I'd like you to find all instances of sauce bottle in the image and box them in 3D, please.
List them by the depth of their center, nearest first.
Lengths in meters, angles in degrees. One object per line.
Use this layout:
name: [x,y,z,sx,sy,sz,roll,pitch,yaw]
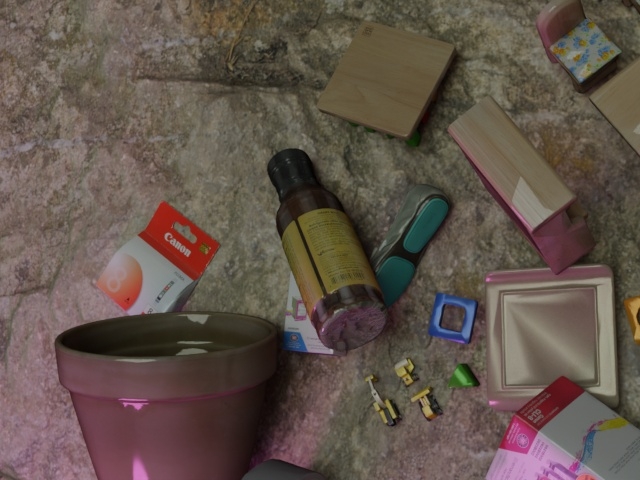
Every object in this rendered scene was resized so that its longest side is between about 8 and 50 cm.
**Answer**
sauce bottle: [0.000,0.000,1.729,0.111,0.111,0.344,-35,48,17]

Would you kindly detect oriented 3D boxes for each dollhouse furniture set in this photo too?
dollhouse furniture set: [0.388,-0.163,1.495,0.394,0.256,0.362,-38,67,6]

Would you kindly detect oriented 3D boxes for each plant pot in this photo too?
plant pot: [-0.217,0.269,1.752,0.323,0.323,0.280,2,99,26]

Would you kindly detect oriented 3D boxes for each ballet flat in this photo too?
ballet flat: [0.114,0.012,1.747,0.213,0.072,0.068,-58,36,6]

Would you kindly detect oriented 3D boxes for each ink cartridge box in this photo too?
ink cartridge box: [0.331,0.291,1.526,0.176,0.127,0.128,35,129,26]
ink cartridge box: [-0.004,0.109,1.787,0.088,0.052,0.122,2,81,26]
ink cartridge box: [-0.266,0.042,1.934,0.145,0.045,0.179,36,101,26]

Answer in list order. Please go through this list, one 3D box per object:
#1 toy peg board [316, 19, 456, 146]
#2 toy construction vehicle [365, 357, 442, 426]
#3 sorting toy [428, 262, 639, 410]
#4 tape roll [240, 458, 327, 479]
toy peg board: [0.107,-0.227,1.787,0.161,0.079,0.161,21,76,27]
toy construction vehicle: [0.117,0.225,1.717,0.086,0.035,0.098,-31,69,19]
sorting toy: [0.319,0.134,1.629,0.347,0.047,0.196,-5,83,26]
tape roll: [-0.067,0.422,1.672,0.072,0.219,0.219,13,87,27]
